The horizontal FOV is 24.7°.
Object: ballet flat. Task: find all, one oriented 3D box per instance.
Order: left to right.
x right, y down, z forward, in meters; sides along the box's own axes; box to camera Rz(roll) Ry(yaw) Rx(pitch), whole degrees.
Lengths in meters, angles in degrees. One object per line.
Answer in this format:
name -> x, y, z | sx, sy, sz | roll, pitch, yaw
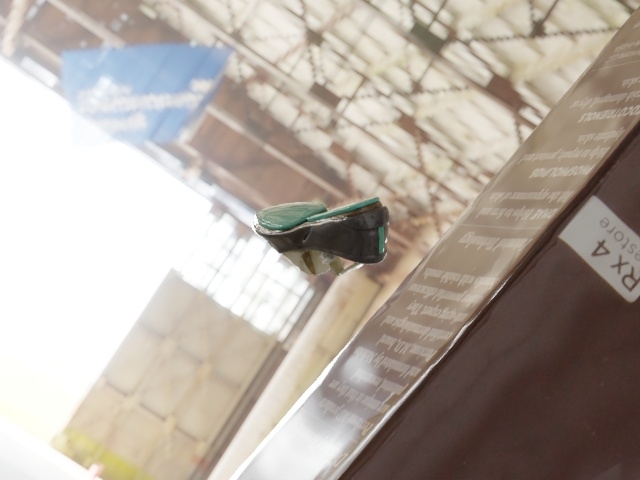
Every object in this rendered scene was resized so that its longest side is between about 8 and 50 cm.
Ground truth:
ballet flat -> 0.000, 0.000, 1.350 | 0.074, 0.074, 0.203 | 37, -19, -25

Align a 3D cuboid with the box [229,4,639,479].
box -> 0.130, 0.067, 0.645 | 0.191, 0.381, 0.143 | 42, -6, -11
